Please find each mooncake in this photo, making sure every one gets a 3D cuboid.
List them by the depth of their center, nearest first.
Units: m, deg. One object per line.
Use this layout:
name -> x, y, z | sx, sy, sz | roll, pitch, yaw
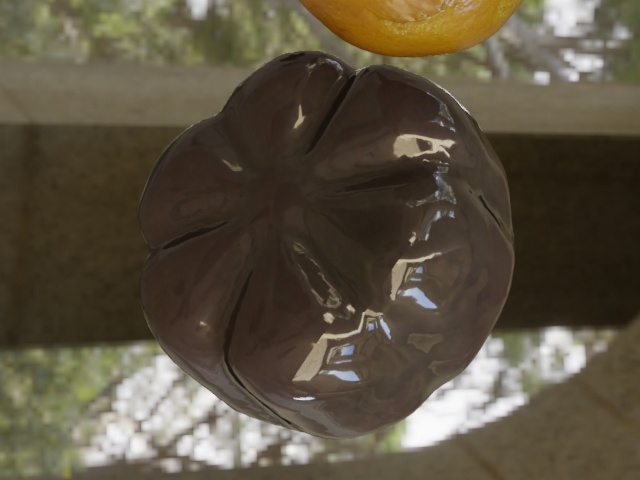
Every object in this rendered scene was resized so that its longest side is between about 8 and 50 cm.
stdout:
mooncake -> 0.000, 0.000, 1.135 | 0.244, 0.133, 0.245 | -14, -122, 24

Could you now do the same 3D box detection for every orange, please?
orange -> 0.051, -0.179, 1.036 | 0.134, 0.154, 0.155 | 104, -27, -54
